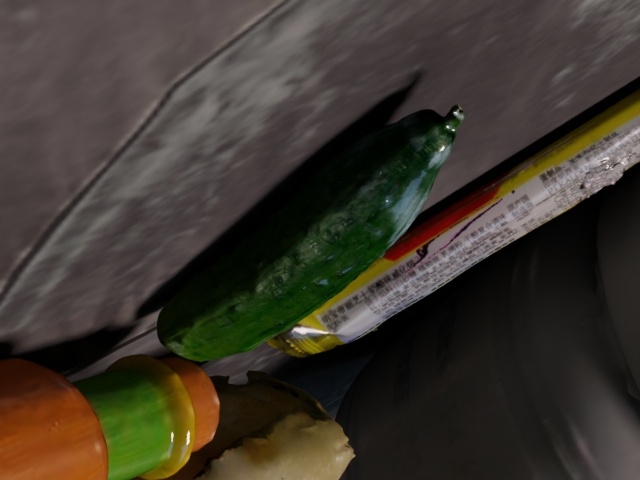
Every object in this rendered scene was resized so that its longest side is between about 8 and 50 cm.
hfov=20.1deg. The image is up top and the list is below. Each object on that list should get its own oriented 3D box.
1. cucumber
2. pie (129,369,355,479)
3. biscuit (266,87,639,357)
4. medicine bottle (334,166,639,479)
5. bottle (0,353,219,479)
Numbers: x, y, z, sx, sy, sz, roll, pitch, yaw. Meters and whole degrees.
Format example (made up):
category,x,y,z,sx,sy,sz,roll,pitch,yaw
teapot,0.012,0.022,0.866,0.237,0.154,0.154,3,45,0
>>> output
category,x,y,z,sx,sy,sz,roll,pitch,yaw
cucumber,0.000,0.000,0.597,0.155,0.037,0.037,-39,164,36
pie,-0.110,0.109,0.655,0.129,0.068,0.282,8,-159,41
biscuit,0.105,-0.032,0.725,0.292,0.026,0.048,-32,163,8
medicine bottle,0.177,0.086,0.839,0.245,0.245,0.306,-14,157,-50
bottle,-0.102,0.071,0.574,0.069,0.069,0.187,-40,165,36
